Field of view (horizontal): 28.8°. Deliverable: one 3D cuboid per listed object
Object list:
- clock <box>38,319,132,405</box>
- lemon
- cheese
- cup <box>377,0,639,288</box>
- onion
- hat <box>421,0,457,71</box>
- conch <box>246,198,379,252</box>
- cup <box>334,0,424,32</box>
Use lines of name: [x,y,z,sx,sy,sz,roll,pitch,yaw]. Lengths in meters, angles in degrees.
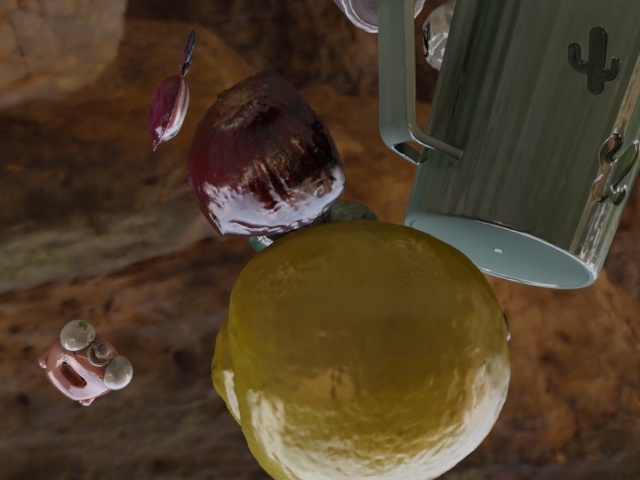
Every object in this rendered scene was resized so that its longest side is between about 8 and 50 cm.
clock: [-0.458,0.241,2.425,0.162,0.166,0.093,-35,-167,47]
lemon: [0.047,0.134,1.434,0.348,0.348,0.348,-11,-157,5]
cheese: [-0.280,-0.285,2.393,0.062,0.244,0.155,16,-156,-17]
cup: [0.249,-0.177,1.641,0.401,0.392,0.310,19,167,3]
onion: [-0.085,-0.101,1.790,0.206,0.216,0.207,-33,-150,-6]
hat: [0.298,-0.392,2.171,0.275,0.161,0.232,-49,177,-22]
conch: [0.000,0.000,2.135,0.195,0.277,0.220,-32,-174,28]
cup: [0.064,-0.454,2.095,0.221,0.167,0.202,14,-156,-18]
